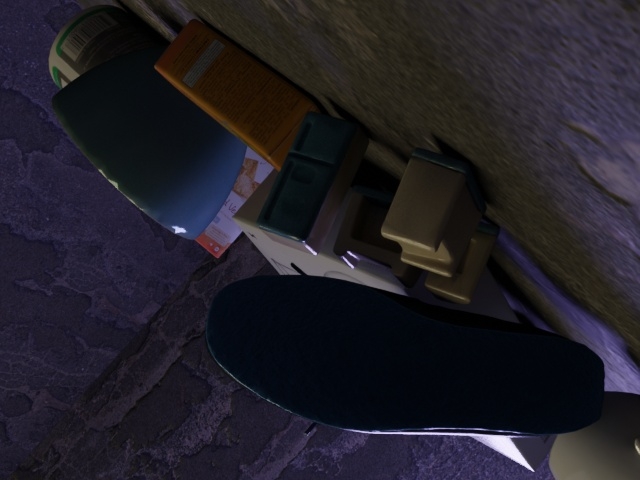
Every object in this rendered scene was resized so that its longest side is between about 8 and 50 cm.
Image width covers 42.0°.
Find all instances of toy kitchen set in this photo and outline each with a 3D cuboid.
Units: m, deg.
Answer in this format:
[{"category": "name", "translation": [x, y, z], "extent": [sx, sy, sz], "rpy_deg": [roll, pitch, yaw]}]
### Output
[{"category": "toy kitchen set", "translation": [0.038, -0.051, 0.667], "extent": [0.207, 0.122, 0.166], "rpy_deg": [19, 168, 26]}]

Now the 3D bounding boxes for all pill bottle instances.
[{"category": "pill bottle", "translation": [-0.331, -0.272, 1.580], "extent": [0.361, 0.204, 0.204], "rpy_deg": [42, 179, 22]}]

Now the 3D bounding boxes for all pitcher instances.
[{"category": "pitcher", "translation": [0.301, 0.202, 0.696], "extent": [0.207, 0.125, 0.178], "rpy_deg": [28, 158, 34]}]

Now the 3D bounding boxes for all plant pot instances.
[{"category": "plant pot", "translation": [-0.216, -0.173, 1.226], "extent": [0.290, 0.195, 0.290], "rpy_deg": [46, -175, -6]}]

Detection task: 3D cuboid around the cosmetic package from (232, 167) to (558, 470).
[{"category": "cosmetic package", "translation": [0.101, 0.092, 0.974], "extent": [0.284, 0.097, 0.377], "rpy_deg": [24, 158, 48]}]

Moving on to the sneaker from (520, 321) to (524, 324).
[{"category": "sneaker", "translation": [0.306, 0.187, 1.109], "extent": [0.237, 0.086, 0.085], "rpy_deg": [56, -160, -31]}]

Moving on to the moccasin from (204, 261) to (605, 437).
[{"category": "moccasin", "translation": [0.067, 0.115, 0.722], "extent": [0.342, 0.138, 0.117], "rpy_deg": [16, 172, -5]}]

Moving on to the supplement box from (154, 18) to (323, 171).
[{"category": "supplement box", "translation": [-0.081, -0.152, 0.901], "extent": [0.233, 0.080, 0.078], "rpy_deg": [38, 179, 38]}]

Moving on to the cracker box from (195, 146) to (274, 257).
[{"category": "cracker box", "translation": [-0.165, -0.107, 1.465], "extent": [0.156, 0.232, 0.067], "rpy_deg": [42, 178, -30]}]

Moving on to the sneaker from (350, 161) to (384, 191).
[{"category": "sneaker", "translation": [0.015, -0.081, 0.960], "extent": [0.170, 0.051, 0.089], "rpy_deg": [38, 174, 4]}]
